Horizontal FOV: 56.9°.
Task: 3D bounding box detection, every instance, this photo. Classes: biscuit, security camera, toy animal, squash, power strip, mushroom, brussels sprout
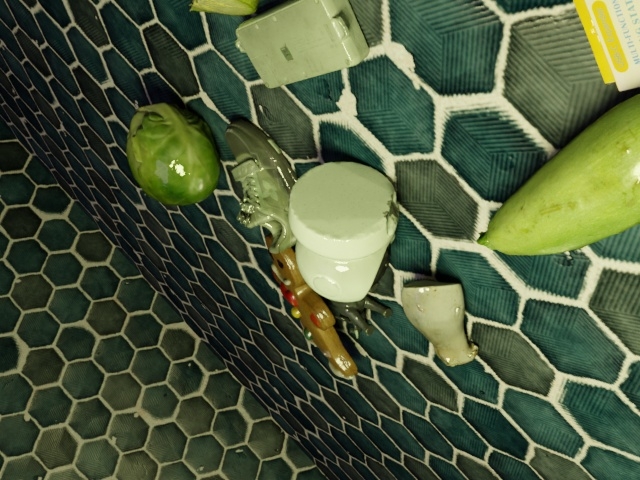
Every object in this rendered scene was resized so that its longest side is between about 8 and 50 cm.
[{"bbox_3d":[-0.050,0.155,1.468,0.283,0.064,0.432,41,160,50],"label":"biscuit"},{"bbox_3d":[0.039,0.002,1.058,0.194,0.194,0.236,34,147,26],"label":"security camera"},{"bbox_3d":[0.084,0.152,1.324,0.137,0.082,0.269,28,151,40],"label":"toy animal"},{"bbox_3d":[-0.154,-0.375,0.938,0.252,0.093,0.169,140,133,-63],"label":"squash"},{"bbox_3d":[-0.036,-0.310,0.918,0.270,0.046,0.118,5,133,53],"label":"power strip"},{"bbox_3d":[0.221,0.155,1.104,0.116,0.093,0.225,0,125,30],"label":"mushroom"},{"bbox_3d":[-0.340,-0.196,1.363,0.244,0.244,0.244,36,151,24],"label":"brussels sprout"},{"bbox_3d":[0.298,-0.047,0.688,0.118,0.118,0.370,46,154,5],"label":"squash"}]

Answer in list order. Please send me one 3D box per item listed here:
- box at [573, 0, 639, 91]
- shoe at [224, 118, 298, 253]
[{"bbox_3d":[0.337,-0.207,0.507,0.247,0.033,0.129,-2,126,57],"label":"box"},{"bbox_3d":[-0.129,-0.101,1.226,0.293,0.149,0.109,52,155,-10],"label":"shoe"}]
